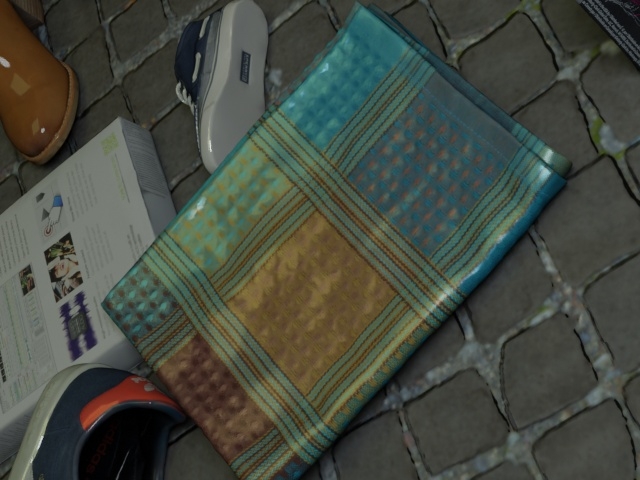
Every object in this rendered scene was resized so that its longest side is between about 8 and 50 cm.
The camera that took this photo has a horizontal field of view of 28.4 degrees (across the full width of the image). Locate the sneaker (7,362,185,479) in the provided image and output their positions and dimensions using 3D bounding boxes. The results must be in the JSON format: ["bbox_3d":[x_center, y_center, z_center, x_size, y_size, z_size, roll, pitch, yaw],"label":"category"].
[{"bbox_3d":[-0.212,0.279,1.092,0.148,0.131,0.350,3,75,43],"label":"sneaker"}]

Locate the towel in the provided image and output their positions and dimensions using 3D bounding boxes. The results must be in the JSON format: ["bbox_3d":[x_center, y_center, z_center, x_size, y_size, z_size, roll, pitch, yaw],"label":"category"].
[{"bbox_3d":[0.000,0.000,1.061,0.370,0.040,0.271,-48,56,5],"label":"towel"}]

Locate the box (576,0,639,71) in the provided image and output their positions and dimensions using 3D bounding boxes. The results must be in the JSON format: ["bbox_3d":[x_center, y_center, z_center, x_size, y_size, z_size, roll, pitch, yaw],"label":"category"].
[{"bbox_3d":[0.252,-0.282,0.929,0.142,0.163,0.247,-19,62,30],"label":"box"}]

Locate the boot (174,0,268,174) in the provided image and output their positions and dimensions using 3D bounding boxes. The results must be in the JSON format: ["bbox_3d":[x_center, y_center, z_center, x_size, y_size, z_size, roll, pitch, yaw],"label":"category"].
[{"bbox_3d":[-0.103,-0.138,1.219,0.086,0.069,0.190,-15,56,40],"label":"boot"}]

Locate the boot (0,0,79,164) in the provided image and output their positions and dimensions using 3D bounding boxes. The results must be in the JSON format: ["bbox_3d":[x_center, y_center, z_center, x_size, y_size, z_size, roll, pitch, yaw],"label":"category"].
[{"bbox_3d":[-0.379,-0.223,1.352,0.109,0.220,0.283,-31,57,24],"label":"boot"}]

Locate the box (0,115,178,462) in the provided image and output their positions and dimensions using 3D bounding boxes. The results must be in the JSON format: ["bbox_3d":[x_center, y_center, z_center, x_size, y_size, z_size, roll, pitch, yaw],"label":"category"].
[{"bbox_3d":[-0.271,0.058,1.273,0.322,0.058,0.232,-34,55,21],"label":"box"}]
